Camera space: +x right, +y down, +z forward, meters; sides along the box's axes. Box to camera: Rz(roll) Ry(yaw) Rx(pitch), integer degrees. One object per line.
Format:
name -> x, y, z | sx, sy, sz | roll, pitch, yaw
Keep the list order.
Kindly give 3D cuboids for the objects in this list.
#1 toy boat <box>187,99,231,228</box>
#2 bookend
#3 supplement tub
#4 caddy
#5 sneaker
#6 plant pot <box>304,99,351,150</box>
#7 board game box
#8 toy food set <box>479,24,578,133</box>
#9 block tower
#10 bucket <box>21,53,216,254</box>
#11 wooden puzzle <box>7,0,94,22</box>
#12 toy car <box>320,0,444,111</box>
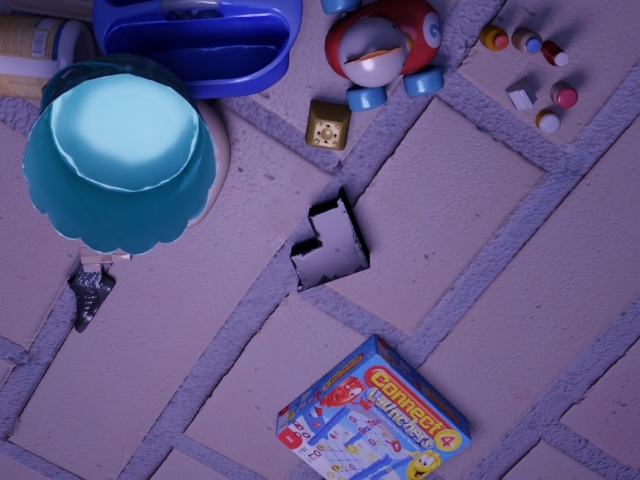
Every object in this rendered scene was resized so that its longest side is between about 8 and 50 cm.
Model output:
toy boat -> -0.326, -0.174, 1.355 | 0.318, 0.148, 0.267 | 20, 117, -14
bookend -> 0.000, 0.000, 1.440 | 0.157, 0.072, 0.156 | -20, 109, 10
supplement tub -> -0.514, -0.322, 1.285 | 0.199, 0.144, 0.144 | 5, 112, 0
caddy -> -0.197, -0.363, 1.201 | 0.341, 0.179, 0.241 | -4, 86, 3
sneaker -> -0.490, 0.106, 1.512 | 0.089, 0.051, 0.170 | 34, 105, -11
plant pot -> 0.014, -0.208, 1.348 | 0.081, 0.083, 0.081 | 9, 111, -2
board game box -> 0.115, 0.410, 1.596 | 0.308, 0.086, 0.302 | 43, 108, -14
toy food set -> 0.384, -0.292, 1.290 | 0.111, 0.104, 0.232 | -31, 108, 13
block tower -> -0.385, -0.112, 1.249 | 0.097, 0.091, 0.335 | -2, 120, -2
bucket -> -0.295, -0.139, 1.089 | 0.281, 0.183, 0.281 | -6, 119, -11
wooden puzzle -> -0.431, -0.509, 1.266 | 0.221, 0.044, 0.239 | 9, 108, -1
toy car -> 0.109, -0.324, 1.215 | 0.210, 0.238, 0.219 | -14, 112, 7
